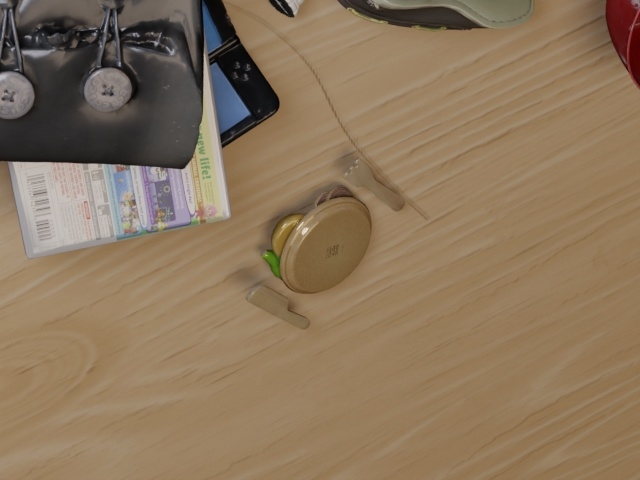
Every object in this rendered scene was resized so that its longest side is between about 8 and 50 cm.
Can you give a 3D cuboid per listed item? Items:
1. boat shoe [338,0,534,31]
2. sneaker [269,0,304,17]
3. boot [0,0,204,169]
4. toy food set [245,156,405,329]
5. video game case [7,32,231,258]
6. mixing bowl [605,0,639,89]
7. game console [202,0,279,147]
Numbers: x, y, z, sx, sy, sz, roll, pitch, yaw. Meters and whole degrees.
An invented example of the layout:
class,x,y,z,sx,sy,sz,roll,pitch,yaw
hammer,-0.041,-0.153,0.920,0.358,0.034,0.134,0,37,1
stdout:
class,x,y,z,sx,sy,sz,roll,pitch,yaw
boat shoe,0.115,-0.248,1.396,0.227,0.068,0.081,1,82,-38
sneaker,-0.042,-0.258,1.310,0.044,0.040,0.109,-50,140,-14
boot,-0.321,-0.082,1.165,0.445,0.146,0.367,-7,126,-26
toy food set,0.000,0.000,1.535,0.192,0.038,0.132,-51,142,3
video game case,-0.189,-0.101,1.273,0.193,0.023,0.212,-12,111,-12
mixing bowl,0.379,-0.257,1.536,0.181,0.098,0.181,-18,132,-22
game console,-0.125,-0.143,1.301,0.144,0.124,0.085,-34,174,-6
